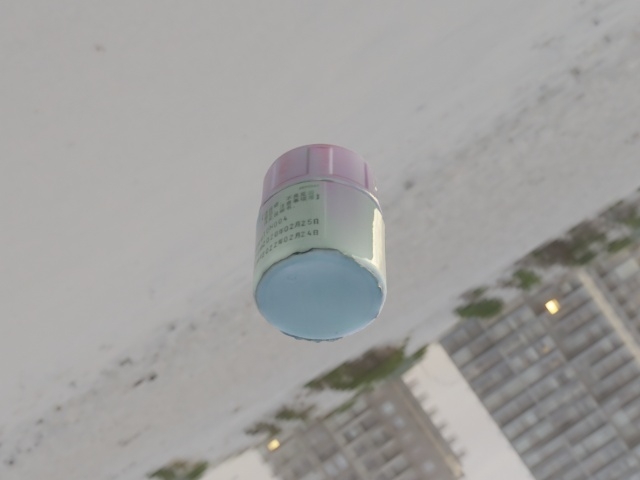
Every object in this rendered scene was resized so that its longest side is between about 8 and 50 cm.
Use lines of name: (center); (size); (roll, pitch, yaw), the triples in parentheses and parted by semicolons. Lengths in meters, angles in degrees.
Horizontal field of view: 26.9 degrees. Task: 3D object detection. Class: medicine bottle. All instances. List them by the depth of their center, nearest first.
medicine bottle: (0.000, 0.000, 1.335); (0.135, 0.135, 0.168); (-35, -145, 31)
